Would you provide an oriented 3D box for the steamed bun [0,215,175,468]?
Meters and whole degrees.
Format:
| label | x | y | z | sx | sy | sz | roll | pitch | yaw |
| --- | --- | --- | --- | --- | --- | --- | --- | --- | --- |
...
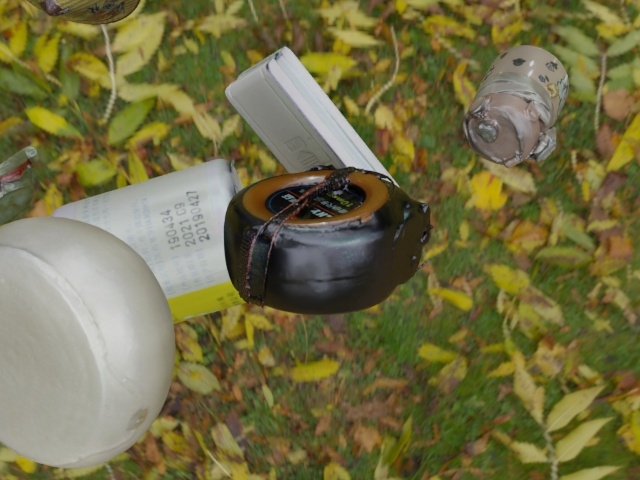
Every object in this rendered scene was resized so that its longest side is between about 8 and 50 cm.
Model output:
| label | x | y | z | sx | sy | sz | roll | pitch | yaw |
| --- | --- | --- | --- | --- | --- | --- | --- | --- | --- |
| steamed bun | -0.226 | 0.086 | 1.054 | 0.232 | 0.232 | 0.145 | 44 | 34 | 12 |

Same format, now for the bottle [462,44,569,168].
| label | x | y | z | sx | sy | sz | roll | pitch | yaw |
| --- | --- | --- | --- | --- | --- | --- | --- | --- | --- |
| bottle | 0.201 | -0.131 | 1.194 | 0.099 | 0.099 | 0.152 | 24 | 39 | 7 |

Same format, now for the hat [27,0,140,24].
| label | x | y | z | sx | sy | sz | roll | pitch | yaw |
| --- | --- | --- | --- | --- | --- | --- | --- | --- | --- |
| hat | -0.322 | -0.309 | 1.421 | 0.193 | 0.193 | 0.082 | 12 | 59 | 4 |

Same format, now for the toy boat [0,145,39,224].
| label | x | y | z | sx | sy | sz | roll | pitch | yaw |
| --- | --- | --- | --- | --- | --- | --- | --- | --- | --- |
| toy boat | -0.481 | -0.068 | 1.695 | 0.185 | 0.089 | 0.071 | -37 | 61 | -20 |

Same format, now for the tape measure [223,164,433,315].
| label | x | y | z | sx | sy | sz | roll | pitch | yaw |
| --- | --- | --- | --- | --- | --- | --- | --- | --- | --- |
| tape measure | 0.000 | 0.000 | 1.260 | 0.223 | 0.135 | 0.202 | -20 | 31 | -35 |

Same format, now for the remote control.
| label | x | y | z | sx | sy | sz | roll | pitch | yaw |
| --- | --- | --- | --- | --- | --- | --- | --- | --- | --- |
| remote control | 0.008 | -0.105 | 1.408 | 0.277 | 0.103 | 0.055 | 50 | 57 | -14 |

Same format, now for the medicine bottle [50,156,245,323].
| label | x | y | z | sx | sy | sz | roll | pitch | yaw |
| --- | --- | --- | --- | --- | --- | --- | --- | --- | --- |
| medicine bottle | -0.273 | 0.029 | 1.660 | 0.378 | 0.213 | 0.214 | -16 | 74 | 3 |
